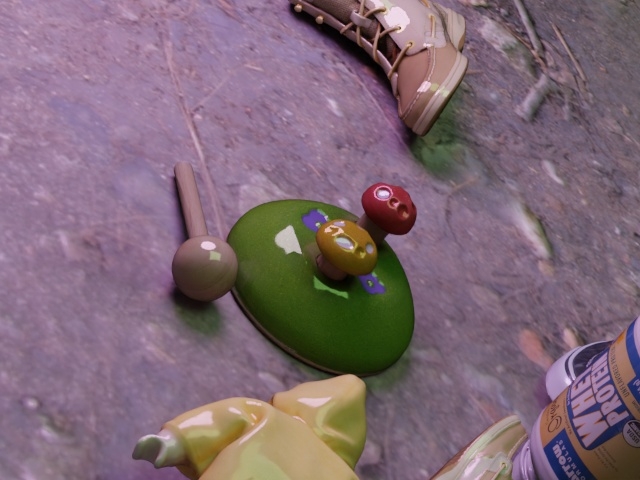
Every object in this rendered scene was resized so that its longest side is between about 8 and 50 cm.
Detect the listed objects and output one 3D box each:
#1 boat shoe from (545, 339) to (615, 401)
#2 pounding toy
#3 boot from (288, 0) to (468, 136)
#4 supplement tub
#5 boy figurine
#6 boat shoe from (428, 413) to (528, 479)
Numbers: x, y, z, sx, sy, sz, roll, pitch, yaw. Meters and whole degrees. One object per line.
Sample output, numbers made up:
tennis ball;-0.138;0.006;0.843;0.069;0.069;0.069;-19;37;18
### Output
boat shoe;0.336;0.123;1.294;0.301;0.102;0.108;2;47;-43
pounding toy;0.000;0.000;1.120;0.236;0.110;0.183;23;35;-22
boot;0.059;-0.229;1.468;0.203;0.095;0.262;31;32;-12
supplement tub;0.262;0.160;1.090;0.144;0.200;0.144;25;34;-19
boy figurine;-0.042;0.174;0.887;0.177;0.092;0.285;35;32;-3
boat shoe;0.119;0.195;1.045;0.059;0.063;0.170;47;43;10
